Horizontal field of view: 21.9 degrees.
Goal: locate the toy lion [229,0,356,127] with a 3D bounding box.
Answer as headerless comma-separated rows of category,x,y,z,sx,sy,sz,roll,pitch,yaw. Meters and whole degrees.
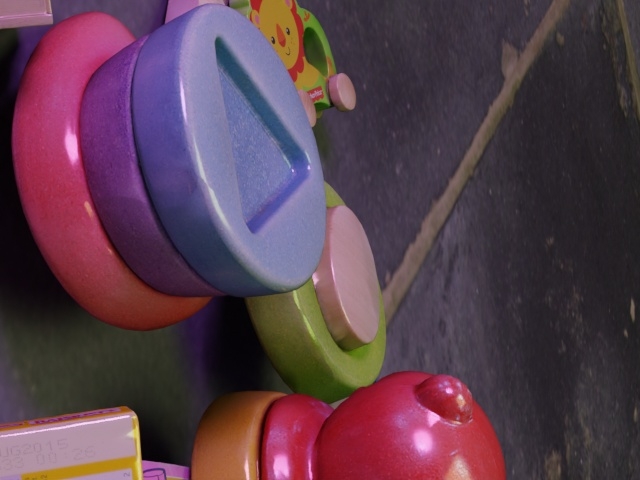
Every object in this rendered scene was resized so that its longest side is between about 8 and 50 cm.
toy lion,-0.021,-0.115,0.991,0.100,0.034,0.096,-30,106,-62

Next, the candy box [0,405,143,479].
candy box,-0.117,0.177,0.681,0.027,0.105,0.206,-168,-107,-75

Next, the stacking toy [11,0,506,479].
stacking toy,0.000,0.000,0.816,0.309,0.130,0.279,63,24,-23

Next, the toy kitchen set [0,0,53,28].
toy kitchen set,-0.156,-0.124,0.706,0.083,0.075,0.068,-150,-126,-73

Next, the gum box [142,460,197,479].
gum box,-0.075,0.166,0.802,0.188,0.062,0.107,24,65,-61

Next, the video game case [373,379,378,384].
video game case,0.030,0.154,0.881,0.015,0.166,0.119,35,92,-26
